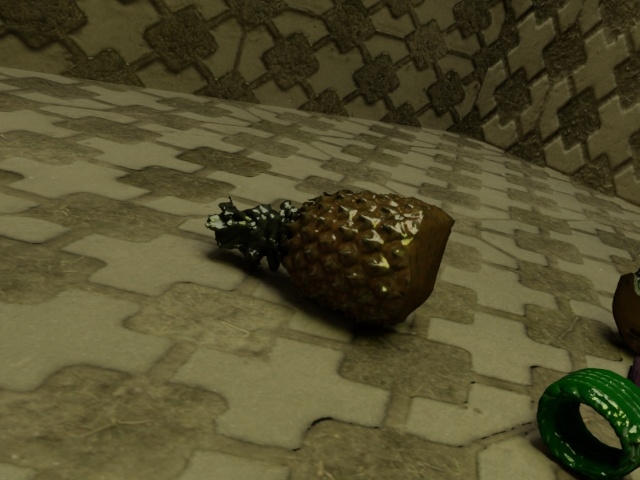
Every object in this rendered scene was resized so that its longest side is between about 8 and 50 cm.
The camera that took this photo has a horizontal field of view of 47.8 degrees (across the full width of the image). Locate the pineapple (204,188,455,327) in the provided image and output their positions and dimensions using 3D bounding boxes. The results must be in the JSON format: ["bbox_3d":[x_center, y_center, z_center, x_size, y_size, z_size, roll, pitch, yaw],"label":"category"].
[{"bbox_3d":[0.000,0.000,1.081,0.361,0.202,0.202,16,17,21],"label":"pineapple"}]

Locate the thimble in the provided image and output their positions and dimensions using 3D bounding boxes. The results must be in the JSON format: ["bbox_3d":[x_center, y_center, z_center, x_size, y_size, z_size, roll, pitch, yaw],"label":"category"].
[{"bbox_3d":[0.328,0.217,0.852,0.090,0.118,0.130,-7,11,-42],"label":"thimble"}]

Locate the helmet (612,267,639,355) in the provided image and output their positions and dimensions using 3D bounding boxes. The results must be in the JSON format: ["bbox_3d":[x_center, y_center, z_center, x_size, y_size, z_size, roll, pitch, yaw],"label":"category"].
[{"bbox_3d":[0.608,0.150,1.265,0.198,0.130,0.224,-4,38,-42],"label":"helmet"}]

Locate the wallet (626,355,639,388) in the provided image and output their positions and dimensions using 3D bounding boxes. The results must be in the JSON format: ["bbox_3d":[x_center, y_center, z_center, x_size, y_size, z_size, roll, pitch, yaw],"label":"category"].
[{"bbox_3d":[0.531,0.232,1.114,0.111,0.030,0.166,23,19,21],"label":"wallet"}]
